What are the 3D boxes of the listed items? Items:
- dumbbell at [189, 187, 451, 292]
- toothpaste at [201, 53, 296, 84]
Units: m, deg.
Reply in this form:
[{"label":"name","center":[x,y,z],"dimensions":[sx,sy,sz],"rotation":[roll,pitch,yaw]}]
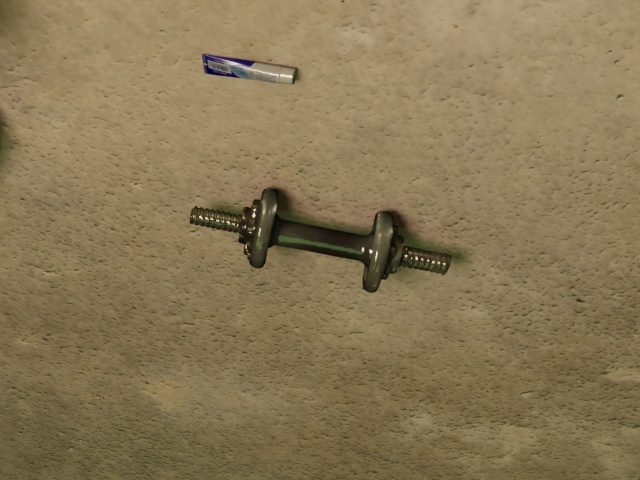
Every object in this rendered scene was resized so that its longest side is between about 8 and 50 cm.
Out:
[{"label":"dumbbell","center":[0.000,0.000,1.207],"dimensions":[0.254,0.081,0.081],"rotation":[11,142,-2]},{"label":"toothpaste","center":[-0.063,-0.148,1.088],"dimensions":[0.083,0.015,0.024],"rotation":[8,143,11]}]
